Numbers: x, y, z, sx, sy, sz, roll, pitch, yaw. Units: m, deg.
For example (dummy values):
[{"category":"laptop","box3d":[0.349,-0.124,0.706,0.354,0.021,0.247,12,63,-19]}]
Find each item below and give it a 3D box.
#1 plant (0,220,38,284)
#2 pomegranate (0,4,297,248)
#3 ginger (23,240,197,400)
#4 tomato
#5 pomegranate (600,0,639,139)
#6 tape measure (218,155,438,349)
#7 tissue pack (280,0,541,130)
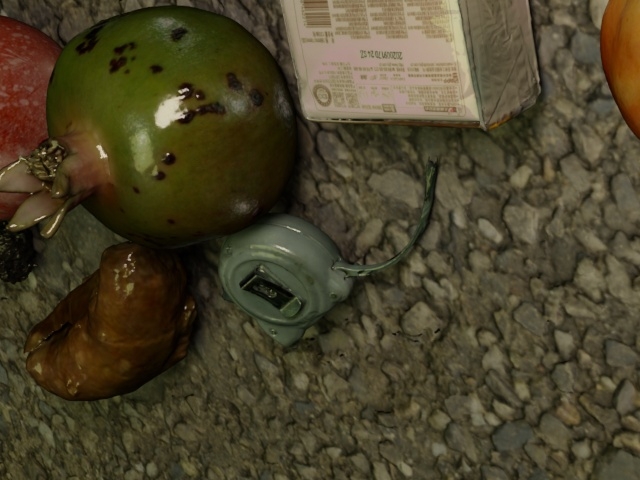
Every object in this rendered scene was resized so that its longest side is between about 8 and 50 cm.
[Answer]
[{"category":"plant","box3d":[-0.434,-0.014,2.055,0.087,0.085,0.174,8,122,-5]},{"category":"pomegranate","box3d":[-0.195,-0.129,1.592,0.291,0.323,0.290,-1,88,55]},{"category":"ginger","box3d":[-0.253,0.102,1.898,0.321,0.172,0.165,-46,41,41]},{"category":"tomato","box3d":[-0.412,-0.161,1.840,0.270,0.227,0.270,20,144,15]},{"category":"pomegranate","box3d":[0.325,-0.150,1.170,0.209,0.209,0.209,22,126,34]},{"category":"tape measure","box3d":[0.001,0.001,1.622,0.164,0.084,0.330,31,138,-12]},{"category":"tissue pack","box3d":[0.084,-0.209,1.421,0.225,0.124,0.185,6,116,42]}]
